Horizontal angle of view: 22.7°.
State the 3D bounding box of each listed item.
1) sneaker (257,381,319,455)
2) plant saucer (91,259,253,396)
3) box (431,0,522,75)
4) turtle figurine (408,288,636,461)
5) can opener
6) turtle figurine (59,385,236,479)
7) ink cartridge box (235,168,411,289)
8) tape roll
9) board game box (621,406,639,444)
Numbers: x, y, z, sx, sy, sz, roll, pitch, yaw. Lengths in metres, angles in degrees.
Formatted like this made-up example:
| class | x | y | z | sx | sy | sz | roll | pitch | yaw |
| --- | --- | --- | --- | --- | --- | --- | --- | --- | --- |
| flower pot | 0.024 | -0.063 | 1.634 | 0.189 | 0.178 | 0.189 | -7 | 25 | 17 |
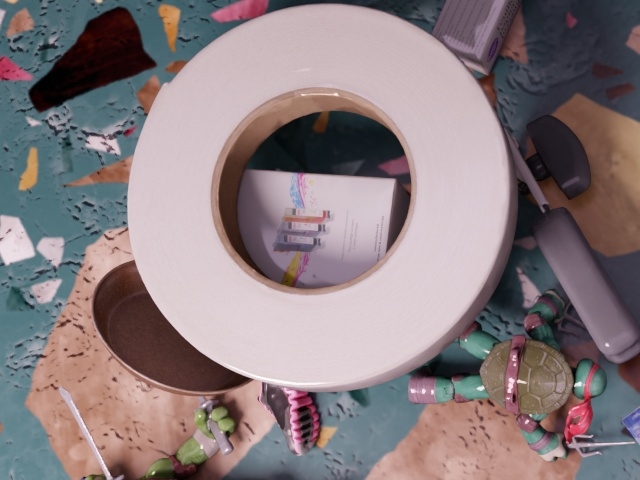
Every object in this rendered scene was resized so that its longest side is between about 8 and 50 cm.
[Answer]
| class | x | y | z | sx | sy | sz | roll | pitch | yaw |
| --- | --- | --- | --- | --- | --- | --- | --- | --- | --- |
| sneaker | -0.040 | 0.175 | 1.714 | 0.057 | 0.047 | 0.119 | -21 | 76 | 33 |
| plant saucer | -0.151 | 0.099 | 1.695 | 0.198 | 0.198 | 0.036 | 37 | 128 | 16 |
| box | 0.213 | -0.340 | 1.712 | 0.067 | 0.063 | 0.324 | 23 | 88 | 17 |
| turtle figurine | 0.209 | 0.130 | 1.621 | 0.234 | 0.118 | 0.175 | 9 | 84 | 21 |
| can opener | 0.257 | -0.009 | 1.621 | 0.093 | 0.074 | 0.280 | -27 | 65 | 11 |
| turtle figurine | -0.136 | 0.240 | 1.642 | 0.266 | 0.198 | 0.274 | 16 | 90 | 17 |
| ink cartridge box | 0.000 | 0.000 | 1.680 | 0.176 | 0.128 | 0.127 | 6 | 83 | 15 |
| tape roll | -0.001 | -0.044 | 1.583 | 0.392 | 0.072 | 0.392 | -2 | 80 | 13 |
| board game box | 0.361 | 0.185 | 1.592 | 0.090 | 0.020 | 0.090 | -37 | 118 | 6 |
